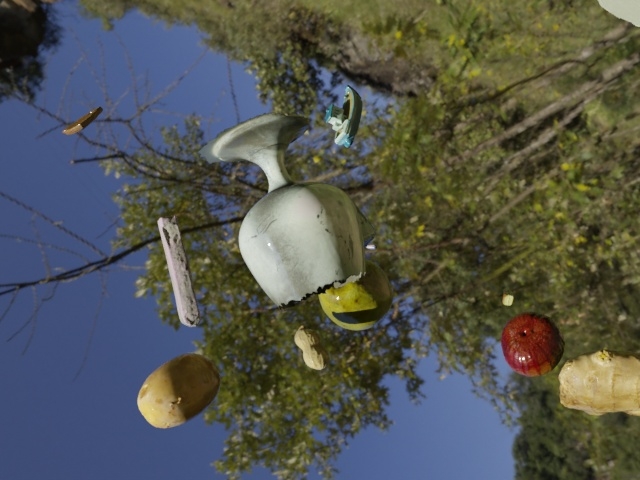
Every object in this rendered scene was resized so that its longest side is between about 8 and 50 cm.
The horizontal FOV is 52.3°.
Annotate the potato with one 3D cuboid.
[{"bbox_3d":[-0.331,0.354,1.566,0.150,0.146,0.234,52,-145,-3],"label":"potato"}]

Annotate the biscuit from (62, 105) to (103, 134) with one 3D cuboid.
[{"bbox_3d":[-0.609,-0.299,1.670,0.019,0.119,0.130,57,178,-24],"label":"biscuit"}]

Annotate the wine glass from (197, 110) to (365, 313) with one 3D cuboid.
[{"bbox_3d":[-0.057,-0.049,1.186,0.238,0.238,0.323,-5,-110,-59],"label":"wine glass"}]

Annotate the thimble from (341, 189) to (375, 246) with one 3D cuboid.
[{"bbox_3d":[0.000,0.000,1.509,0.150,0.237,0.237,53,-152,5],"label":"thimble"}]

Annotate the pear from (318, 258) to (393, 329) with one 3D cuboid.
[{"bbox_3d":[0.118,0.184,2.257,0.307,0.252,0.253,35,-143,-54],"label":"pear"}]

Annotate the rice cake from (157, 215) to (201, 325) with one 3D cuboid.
[{"bbox_3d":[-0.363,0.077,1.675,0.050,0.106,0.298,-12,-94,-18],"label":"rice cake"}]

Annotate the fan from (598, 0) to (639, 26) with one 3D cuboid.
[{"bbox_3d":[0.640,-0.554,1.286,0.182,0.010,0.310,36,162,24],"label":"fan"}]

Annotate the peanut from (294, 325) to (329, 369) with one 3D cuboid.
[{"bbox_3d":[-0.030,0.335,2.045,0.082,0.082,0.187,31,-162,-42],"label":"peanut"}]

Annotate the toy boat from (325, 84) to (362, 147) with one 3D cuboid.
[{"bbox_3d":[0.070,-0.394,2.026,0.102,0.088,0.215,21,-116,-16],"label":"toy boat"}]

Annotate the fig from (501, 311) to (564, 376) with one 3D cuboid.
[{"bbox_3d":[0.385,0.195,1.205,0.153,0.119,0.119,70,-178,-71],"label":"fig"}]

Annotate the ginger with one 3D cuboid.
[{"bbox_3d":[0.720,0.337,1.428,0.166,0.375,0.236,-43,-48,-41],"label":"ginger"}]

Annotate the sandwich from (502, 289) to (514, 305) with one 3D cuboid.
[{"bbox_3d":[0.582,0.180,2.024,0.083,0.030,0.044,-19,-62,-74],"label":"sandwich"}]

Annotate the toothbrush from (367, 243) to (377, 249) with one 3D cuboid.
[{"bbox_3d":[0.061,-0.020,1.973,0.021,0.269,0.027,-26,-52,-42],"label":"toothbrush"}]
